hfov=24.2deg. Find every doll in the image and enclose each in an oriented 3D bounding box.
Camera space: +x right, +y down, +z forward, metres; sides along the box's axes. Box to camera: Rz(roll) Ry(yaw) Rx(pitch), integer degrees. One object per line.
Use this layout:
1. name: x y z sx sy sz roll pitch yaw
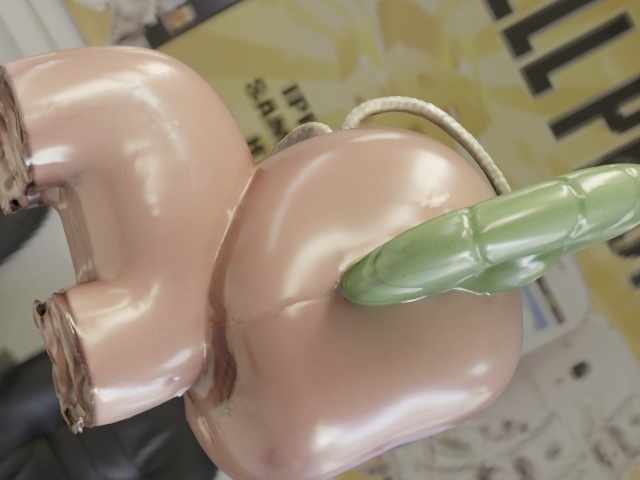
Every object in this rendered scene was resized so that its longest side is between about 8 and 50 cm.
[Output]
1. doll: 0.000 0.000 0.705 0.284 0.269 0.216 164 -89 -73
